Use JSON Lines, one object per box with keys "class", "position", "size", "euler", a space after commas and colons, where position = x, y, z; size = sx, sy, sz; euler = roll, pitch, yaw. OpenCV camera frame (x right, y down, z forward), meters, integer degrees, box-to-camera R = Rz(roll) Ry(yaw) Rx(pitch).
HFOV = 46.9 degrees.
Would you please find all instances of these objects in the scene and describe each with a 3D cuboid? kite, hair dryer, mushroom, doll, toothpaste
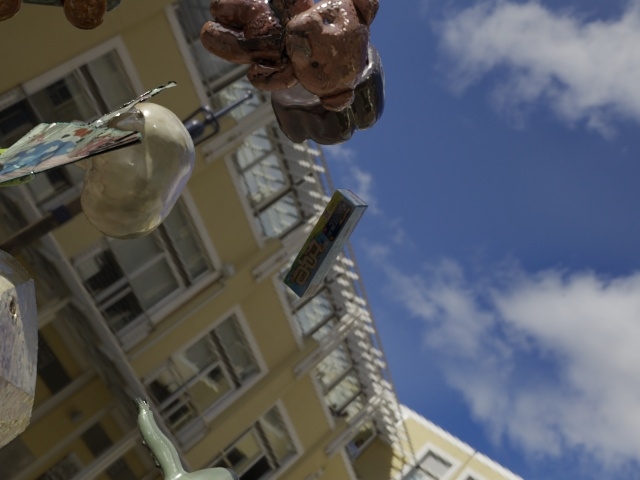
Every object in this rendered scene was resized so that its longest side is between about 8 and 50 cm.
{"class": "kite", "position": [-0.299, -0.126, 0.897], "size": [0.335, 0.314, 0.011], "euler": [15, -47, 49]}
{"class": "hair dryer", "position": [-0.253, 0.360, 1.072], "size": [0.225, 0.219, 0.088], "euler": [40, -53, 6]}
{"class": "mushroom", "position": [-0.362, -0.136, 1.333], "size": [0.234, 0.260, 0.253], "euler": [25, -65, -3]}
{"class": "doll", "position": [-0.066, -0.340, 1.220], "size": [0.303, 0.201, 0.156], "euler": [15, 8, 10]}
{"class": "toothpaste", "position": [0.000, 0.000, 1.238], "size": [0.070, 0.044, 0.193], "euler": [41, -67, 25]}

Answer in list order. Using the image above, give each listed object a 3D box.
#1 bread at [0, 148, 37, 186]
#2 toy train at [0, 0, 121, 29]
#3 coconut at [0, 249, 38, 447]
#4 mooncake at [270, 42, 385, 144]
{"class": "bread", "position": [-0.690, -0.161, 1.611], "size": [0.130, 0.139, 0.071], "euler": [-94, -175, -70]}
{"class": "toy train", "position": [-0.478, -0.487, 1.201], "size": [0.163, 0.369, 0.231], "euler": [52, -47, 37]}
{"class": "coconut", "position": [-0.561, 0.142, 0.969], "size": [0.345, 0.415, 0.415], "euler": [38, -29, 15]}
{"class": "mooncake", "position": [0.018, -0.298, 1.492], "size": [0.245, 0.245, 0.133], "euler": [27, -34, 41]}
